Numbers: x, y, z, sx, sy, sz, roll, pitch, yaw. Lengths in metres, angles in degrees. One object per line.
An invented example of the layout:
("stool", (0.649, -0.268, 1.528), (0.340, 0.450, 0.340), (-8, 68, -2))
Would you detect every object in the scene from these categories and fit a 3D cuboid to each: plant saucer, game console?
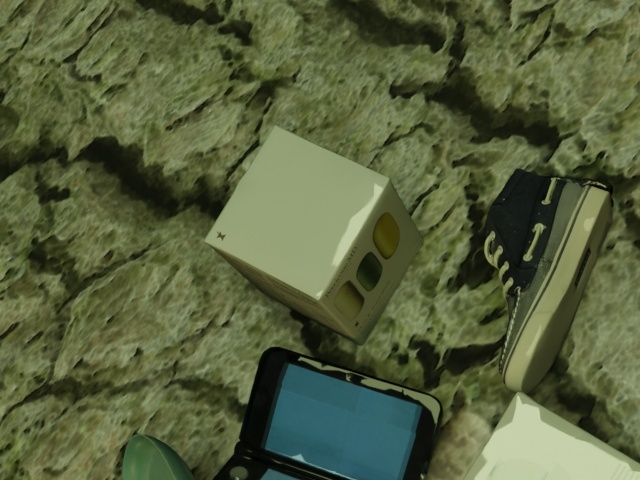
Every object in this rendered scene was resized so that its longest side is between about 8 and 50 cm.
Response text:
("plant saucer", (-0.204, 0.422, 1.494), (0.044, 0.317, 0.317), (-9, 63, -27))
("game console", (-0.008, 0.314, 1.510), (0.293, 0.173, 0.250), (14, 31, 20))

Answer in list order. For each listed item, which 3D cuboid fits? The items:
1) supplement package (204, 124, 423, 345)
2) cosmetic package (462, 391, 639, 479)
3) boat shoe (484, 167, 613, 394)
("supplement package", (0.000, 0.000, 1.577), (0.198, 0.262, 0.199), (27, 80, 23))
("cosmetic package", (0.309, 0.363, 1.427), (0.225, 0.138, 0.224), (30, 81, 25))
("boat shoe", (0.297, 0.051, 1.565), (0.158, 0.127, 0.340), (18, 69, 28))
